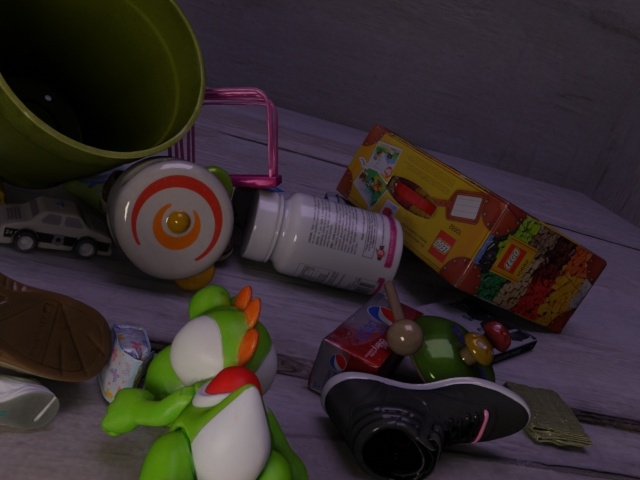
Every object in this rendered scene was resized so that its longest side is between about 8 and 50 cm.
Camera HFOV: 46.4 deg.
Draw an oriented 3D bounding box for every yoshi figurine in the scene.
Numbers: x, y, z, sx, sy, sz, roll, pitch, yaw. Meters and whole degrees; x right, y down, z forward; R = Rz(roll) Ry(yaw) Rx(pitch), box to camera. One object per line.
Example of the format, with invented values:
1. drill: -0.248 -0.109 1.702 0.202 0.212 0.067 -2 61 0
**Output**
1. yoshi figurine: -0.121 0.206 0.782 0.203 0.203 0.362 -19 34 9

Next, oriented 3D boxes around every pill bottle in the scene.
1. pill bottle: 0.000 0.000 1.426 0.283 0.160 0.160 15 19 -14

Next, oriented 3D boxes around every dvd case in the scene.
1. dvd case: 0.288 0.172 1.434 0.179 0.029 0.239 32 23 34

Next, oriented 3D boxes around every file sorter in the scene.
1. file sorter: -0.183 -0.199 1.480 0.202 0.182 0.290 0 6 -1

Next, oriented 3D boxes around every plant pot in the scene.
1. plant pot: -0.444 -0.252 1.281 0.366 0.366 0.353 4 -18 -39

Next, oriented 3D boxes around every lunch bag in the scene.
1. lunch bag: -0.233 0.152 0.898 0.053 0.071 0.083 14 16 -27

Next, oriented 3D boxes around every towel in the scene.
1. towel: 0.359 0.279 1.198 0.110 0.027 0.148 14 20 -13

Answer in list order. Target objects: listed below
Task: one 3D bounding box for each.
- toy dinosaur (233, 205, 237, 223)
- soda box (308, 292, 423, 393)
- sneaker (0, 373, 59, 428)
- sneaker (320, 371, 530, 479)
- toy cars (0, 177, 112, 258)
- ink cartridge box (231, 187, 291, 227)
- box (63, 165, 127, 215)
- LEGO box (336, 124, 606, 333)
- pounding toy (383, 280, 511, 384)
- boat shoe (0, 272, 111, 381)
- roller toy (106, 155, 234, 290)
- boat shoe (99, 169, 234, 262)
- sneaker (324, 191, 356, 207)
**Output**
1. toy dinosaur: -0.246 -0.062 1.521 0.118 0.064 0.268 7 16 21
2. soda box: 0.076 0.165 1.151 0.092 0.083 0.263 25 20 16
3. sneaker: -0.355 0.166 0.777 0.152 0.053 0.061 13 9 -38
4. sneaker: 0.153 0.252 0.963 0.296 0.104 0.147 8 22 -14
5. toy cars: -0.523 -0.074 1.228 0.394 0.087 0.176 22 19 9
6. ink cartridge box: -0.069 -0.039 1.602 0.231 0.078 0.134 29 20 25
7. box: -0.408 -0.103 1.450 0.178 0.042 0.109 30 38 35
8. LEGO box: 0.327 -0.036 1.695 0.372 0.193 0.500 23 13 -36
9. pounding toy: 0.209 0.153 1.124 0.237 0.110 0.183 43 24 -17
10. boat shoe: -0.392 0.070 0.791 0.110 0.121 0.341 -9 -36 42
11. roller toy: -0.243 -0.036 1.208 0.191 0.209 0.146 18 2 -25
12. boat shoe: -0.270 -0.045 1.334 0.257 0.095 0.095 23 43 -6
13. sneaker: 0.049 -0.061 1.759 0.091 0.094 0.258 14 18 -3
